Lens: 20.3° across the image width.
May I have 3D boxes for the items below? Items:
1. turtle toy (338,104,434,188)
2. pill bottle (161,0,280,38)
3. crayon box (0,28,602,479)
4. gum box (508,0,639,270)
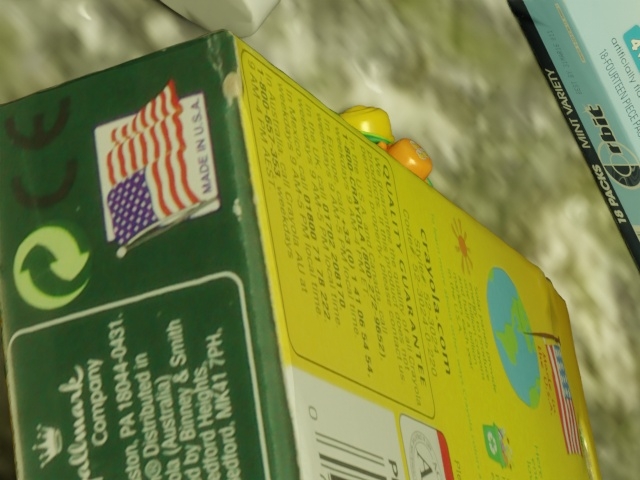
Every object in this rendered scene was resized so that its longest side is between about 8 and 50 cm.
[{"bbox_3d":[0.000,0.000,0.708,0.130,0.066,0.095,-14,100,-29],"label":"turtle toy"},{"bbox_3d":[-0.007,-0.163,0.678,0.094,0.094,0.169,42,73,-26],"label":"pill bottle"},{"bbox_3d":[0.021,0.087,0.554,0.318,0.081,0.202,31,46,-62],"label":"crayon box"},{"bbox_3d":[0.193,-0.093,0.831,0.184,0.041,0.157,-37,110,-24],"label":"gum box"}]
